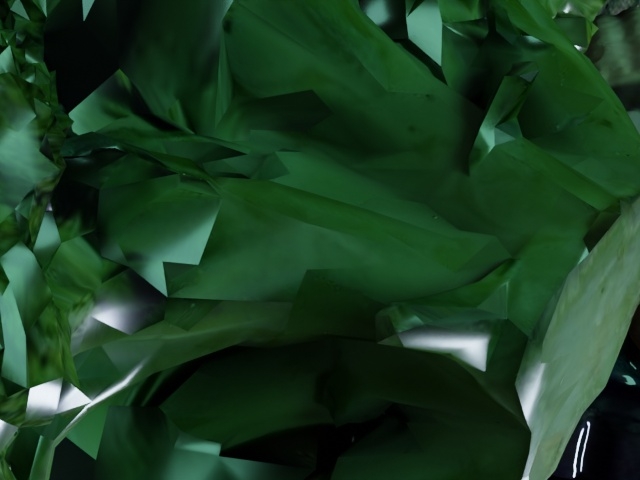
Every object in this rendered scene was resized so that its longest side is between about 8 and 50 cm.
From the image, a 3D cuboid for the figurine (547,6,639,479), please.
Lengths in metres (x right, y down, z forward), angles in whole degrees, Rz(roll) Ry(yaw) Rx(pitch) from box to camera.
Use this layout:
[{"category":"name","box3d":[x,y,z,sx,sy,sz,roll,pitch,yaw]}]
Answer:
[{"category":"figurine","box3d":[0.164,0.004,1.102,0.332,0.204,0.185,-51,159,-37]}]

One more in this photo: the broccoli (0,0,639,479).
[{"category":"broccoli","box3d":[-0.049,-0.002,0.688,0.310,0.321,0.413,47,36,8]}]
